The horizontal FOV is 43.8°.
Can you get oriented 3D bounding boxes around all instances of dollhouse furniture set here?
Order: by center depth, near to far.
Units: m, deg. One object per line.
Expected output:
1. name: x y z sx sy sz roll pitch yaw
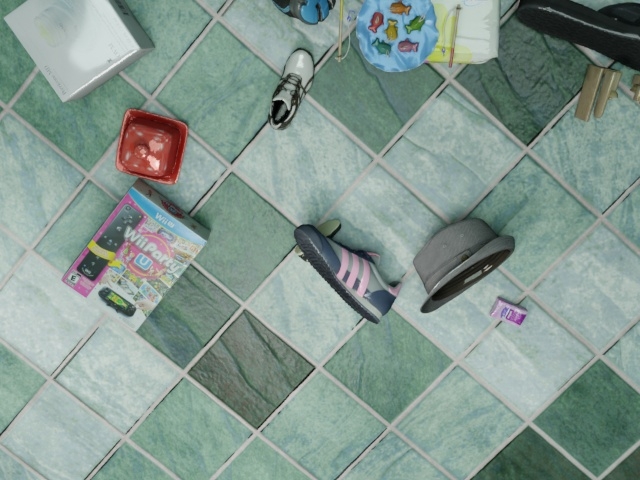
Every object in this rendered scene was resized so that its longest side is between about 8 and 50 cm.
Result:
1. dollhouse furniture set: 0.689 -0.312 1.795 0.151 0.144 0.123 7 110 -14

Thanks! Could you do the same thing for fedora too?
1. fedora: 0.316 0.042 1.874 0.275 0.244 0.124 -38 70 13

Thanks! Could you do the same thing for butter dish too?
1. butter dish: -0.408 -0.214 1.874 0.160 0.118 0.160 15 104 -2

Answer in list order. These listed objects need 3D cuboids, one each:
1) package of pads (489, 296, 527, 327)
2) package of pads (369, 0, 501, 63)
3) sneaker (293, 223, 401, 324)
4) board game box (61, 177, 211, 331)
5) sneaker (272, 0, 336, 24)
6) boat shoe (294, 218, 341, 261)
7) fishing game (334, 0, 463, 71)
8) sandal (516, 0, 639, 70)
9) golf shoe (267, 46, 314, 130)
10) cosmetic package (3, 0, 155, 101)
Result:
1. package of pads: 0.465 0.178 1.973 0.083 0.032 0.050 23 107 -3
2. package of pads: 0.251 -0.509 1.775 0.297 0.101 0.229 0 104 3
3. sneaker: 0.068 0.053 1.917 0.131 0.112 0.319 -48 114 -15
4. board game box: -0.448 0.036 1.944 0.224 0.097 0.303 37 103 -12
5. sneaker: 0.014 -0.637 1.739 0.340 0.140 0.125 -55 139 -5
6. boat shoe: -0.001 -0.001 1.947 0.133 0.049 0.042 -40 125 6
7. fishing game: 0.166 -0.458 1.721 0.264 0.041 0.189 8 107 6
8. sandal: 0.655 -0.471 1.741 0.446 0.167 0.107 21 87 -3
9. golf shoe: -0.066 -0.346 1.837 0.077 0.094 0.198 19 103 -1
10. cosmetic package: -0.543 -0.470 1.807 0.225 0.138 0.224 -32 100 11
